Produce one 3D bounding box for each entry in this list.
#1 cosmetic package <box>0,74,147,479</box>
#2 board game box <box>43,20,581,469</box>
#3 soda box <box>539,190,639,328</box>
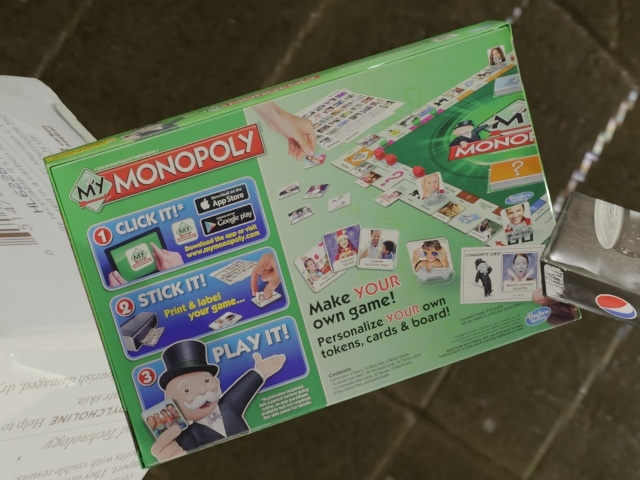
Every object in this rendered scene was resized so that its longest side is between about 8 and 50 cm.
[{"bbox_3d":[-0.341,0.105,1.319,0.327,0.329,0.394,-4,134,-56],"label":"cosmetic package"},{"bbox_3d":[0.000,0.000,1.065,0.317,0.046,0.214,-18,103,-10],"label":"board game box"},{"bbox_3d":[0.229,0.028,1.029,0.060,0.169,0.053,-62,159,-21],"label":"soda box"}]
